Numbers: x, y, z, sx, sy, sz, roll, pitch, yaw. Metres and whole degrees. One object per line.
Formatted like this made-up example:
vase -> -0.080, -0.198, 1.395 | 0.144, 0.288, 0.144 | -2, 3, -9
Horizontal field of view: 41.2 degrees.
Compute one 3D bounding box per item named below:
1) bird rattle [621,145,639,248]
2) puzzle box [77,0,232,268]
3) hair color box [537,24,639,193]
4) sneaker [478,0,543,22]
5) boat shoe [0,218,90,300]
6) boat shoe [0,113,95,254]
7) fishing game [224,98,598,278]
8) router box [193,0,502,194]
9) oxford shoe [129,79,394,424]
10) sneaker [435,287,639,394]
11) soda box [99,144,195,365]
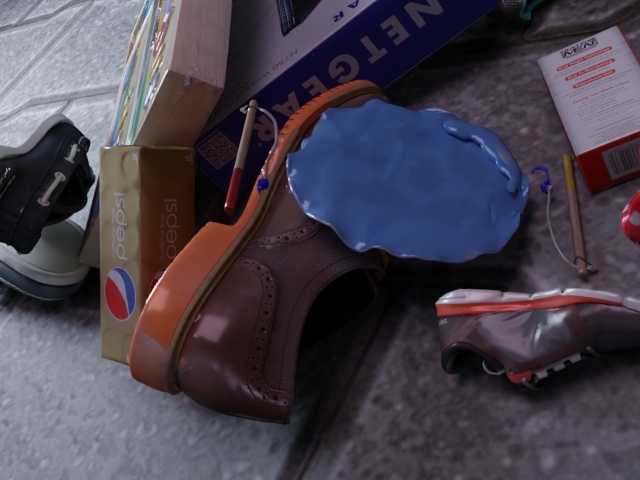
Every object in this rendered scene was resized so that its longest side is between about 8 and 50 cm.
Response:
bird rattle -> 0.303, -0.046, 0.472 | 0.207, 0.143, 0.253 | 34, 75, 36
puzzle box -> -0.167, -0.198, 0.921 | 0.272, 0.052, 0.409 | -53, 27, 39
hair color box -> 0.222, -0.105, 0.666 | 0.072, 0.043, 0.141 | -21, 39, 18
sneaker -> 0.225, -0.275, 0.855 | 0.166, 0.065, 0.076 | -49, 45, -6
boat shoe -> -0.357, 0.013, 0.972 | 0.116, 0.099, 0.319 | -4, 22, -44
boat shoe -> -0.290, -0.056, 0.898 | 0.114, 0.091, 0.302 | -60, 7, 19
fishing game -> 0.064, -0.044, 0.639 | 0.264, 0.041, 0.189 | 7, 43, -3
router box -> -0.001, -0.243, 0.924 | 0.335, 0.082, 0.301 | -35, 34, 17
oxford shoe -> 0.000, 0.000, 0.690 | 0.132, 0.130, 0.364 | 23, 51, 13
sneaker -> 0.146, 0.066, 0.535 | 0.158, 0.061, 0.065 | -3, 73, 37
soda box -> -0.145, 0.011, 0.716 | 0.061, 0.181, 0.058 | 7, 9, 42
